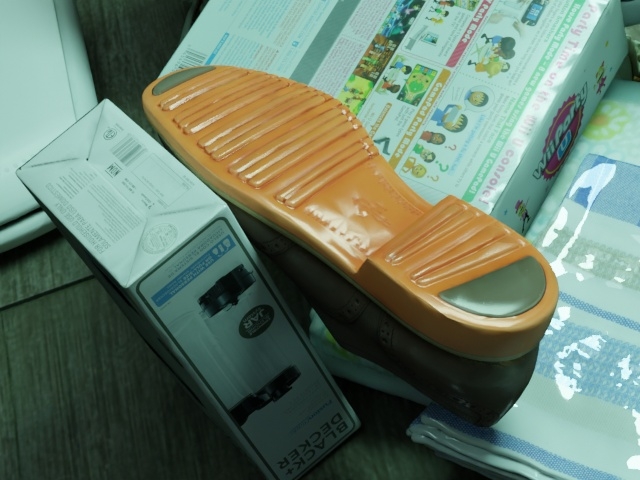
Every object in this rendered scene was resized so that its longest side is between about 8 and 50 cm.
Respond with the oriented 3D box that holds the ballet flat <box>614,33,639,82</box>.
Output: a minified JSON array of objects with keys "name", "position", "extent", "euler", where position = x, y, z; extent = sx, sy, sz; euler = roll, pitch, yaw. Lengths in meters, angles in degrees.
[{"name":"ballet flat","position":[0.290,-0.151,1.326],"extent":[0.203,0.074,0.074],"euler":[-5,48,17]}]

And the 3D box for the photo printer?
[{"name":"photo printer","position":[-0.340,-0.106,1.493],"extent":[0.256,0.107,0.308],"euler":[-20,46,2]}]

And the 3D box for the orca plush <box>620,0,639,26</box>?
[{"name":"orca plush","position":[0.262,-0.230,1.246],"extent":[0.151,0.287,0.102],"euler":[1,85,-17]}]

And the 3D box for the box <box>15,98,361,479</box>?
[{"name":"box","position":[-0.091,0.048,1.136],"extent":[0.087,0.290,0.169],"euler":[-41,50,-10]}]

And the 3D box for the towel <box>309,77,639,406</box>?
[{"name":"towel","position":[0.206,0.012,1.204],"extent":[0.374,0.090,0.321],"euler":[14,59,30]}]

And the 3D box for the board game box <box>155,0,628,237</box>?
[{"name":"board game box","position":[0.055,-0.133,1.209],"extent":[0.303,0.097,0.224],"euler":[24,72,26]}]

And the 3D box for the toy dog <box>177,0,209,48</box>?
[{"name":"toy dog","position":[-0.058,-0.191,1.467],"extent":[0.220,0.161,0.334],"euler":[-16,31,10]}]

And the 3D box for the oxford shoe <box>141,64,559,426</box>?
[{"name":"oxford shoe","position":[0.000,0.000,1.074],"extent":[0.130,0.133,0.363],"euler":[-28,53,-32]}]

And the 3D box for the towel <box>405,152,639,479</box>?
[{"name":"towel","position":[0.214,0.065,1.076],"extent":[0.209,0.034,0.285],"euler":[20,61,32]}]
